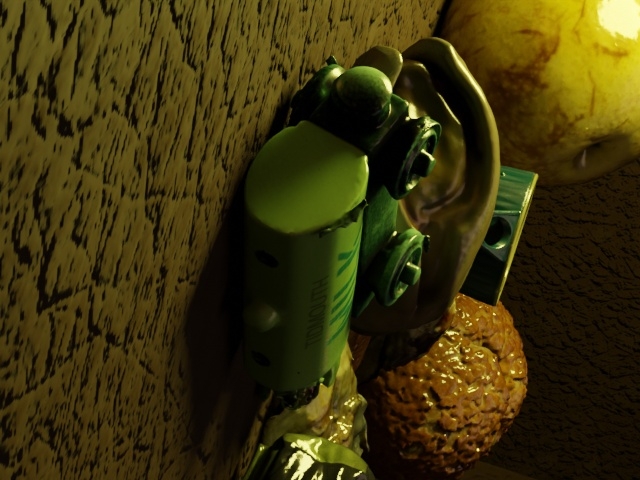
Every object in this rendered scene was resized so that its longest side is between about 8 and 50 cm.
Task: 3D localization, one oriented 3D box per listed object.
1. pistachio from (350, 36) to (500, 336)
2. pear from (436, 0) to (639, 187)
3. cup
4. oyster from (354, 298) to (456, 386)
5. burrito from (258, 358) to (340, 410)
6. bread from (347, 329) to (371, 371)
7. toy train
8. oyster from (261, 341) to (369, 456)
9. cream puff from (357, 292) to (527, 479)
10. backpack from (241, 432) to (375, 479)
[{"bbox_3d":[0.058,-0.038,1.245,0.138,0.153,0.238,-11,126,-34],"label":"pistachio"},{"bbox_3d":[0.253,-0.194,1.784,0.281,0.281,0.280,18,90,-82],"label":"pear"},{"bbox_3d":[0.110,-0.024,1.539,0.176,0.155,0.131,24,84,-81],"label":"cup"},{"bbox_3d":[0.088,0.065,1.783,0.271,0.100,0.275,-99,-162,-66],"label":"oyster"},{"bbox_3d":[0.012,0.043,1.394,0.104,0.054,0.288,103,7,-45],"label":"burrito"},{"bbox_3d":[0.031,0.079,1.634,0.126,0.044,0.129,-59,168,-55],"label":"bread"},{"bbox_3d":[0.000,0.000,1.074,0.157,0.105,0.253,-52,164,-28],"label":"toy train"},{"bbox_3d":[0.003,0.188,1.488,0.161,0.107,0.232,-49,155,-51],"label":"oyster"},{"bbox_3d":[0.154,0.187,2.133,0.303,0.212,0.303,22,90,-80],"label":"cream puff"},{"bbox_3d":[-0.029,0.295,1.322,0.207,0.140,0.253,93,17,-56],"label":"backpack"}]
